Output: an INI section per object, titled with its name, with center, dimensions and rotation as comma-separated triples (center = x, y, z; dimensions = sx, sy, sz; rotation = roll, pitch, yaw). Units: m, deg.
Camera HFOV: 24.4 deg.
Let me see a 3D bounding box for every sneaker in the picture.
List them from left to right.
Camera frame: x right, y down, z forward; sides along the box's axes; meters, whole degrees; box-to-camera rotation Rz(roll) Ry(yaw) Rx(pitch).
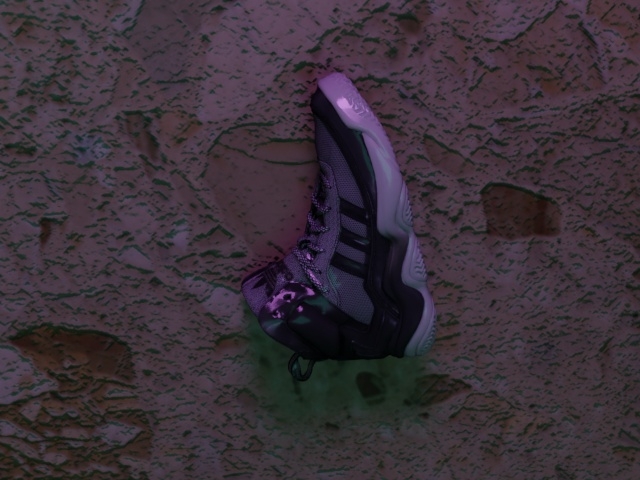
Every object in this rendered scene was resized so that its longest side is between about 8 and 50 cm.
[sneaker]
center = 0.000, 0.000, 1.249
dimensions = 0.153, 0.101, 0.268
rotation = -19, 115, -6
